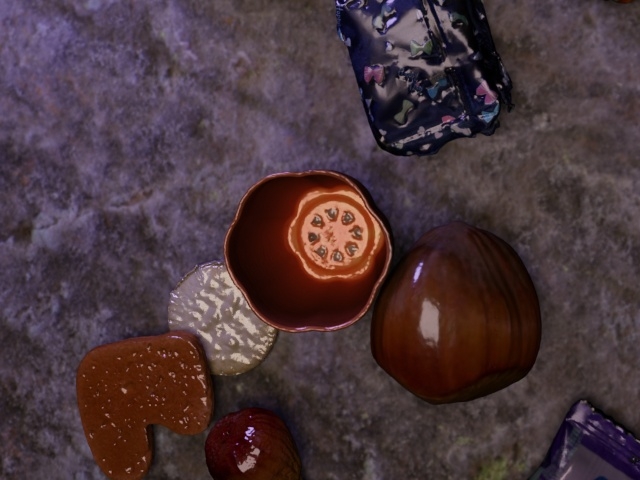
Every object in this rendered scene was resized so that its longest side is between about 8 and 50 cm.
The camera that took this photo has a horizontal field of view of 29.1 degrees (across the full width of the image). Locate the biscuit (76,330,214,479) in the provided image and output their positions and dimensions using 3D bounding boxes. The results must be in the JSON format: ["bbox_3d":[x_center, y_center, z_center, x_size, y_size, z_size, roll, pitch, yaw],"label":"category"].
[{"bbox_3d":[-0.217,0.212,1.567,0.192,0.036,0.186,-11,97,21],"label":"biscuit"}]

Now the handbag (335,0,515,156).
[{"bbox_3d":[0.113,-0.228,1.402,0.162,0.113,0.260,-20,95,20],"label":"handbag"}]

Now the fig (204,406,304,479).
[{"bbox_3d":[-0.063,0.261,1.517,0.153,0.119,0.119,8,101,-16],"label":"fig"}]

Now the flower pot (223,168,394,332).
[{"bbox_3d":[0.000,0.000,1.426,0.190,0.173,0.191,2,99,11],"label":"flower pot"}]

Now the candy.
[{"bbox_3d":[0.280,0.328,1.469,0.145,0.070,0.275,38,100,-2],"label":"candy"}]

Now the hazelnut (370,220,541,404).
[{"bbox_3d":[0.148,0.089,1.410,0.210,0.210,0.186,46,135,2],"label":"hazelnut"}]

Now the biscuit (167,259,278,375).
[{"bbox_3d":[-0.122,0.098,1.544,0.152,0.020,0.152,2,99,12],"label":"biscuit"}]

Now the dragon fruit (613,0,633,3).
[{"bbox_3d":[0.290,-0.326,1.356,0.175,0.142,0.138,48,146,-17],"label":"dragon fruit"}]
